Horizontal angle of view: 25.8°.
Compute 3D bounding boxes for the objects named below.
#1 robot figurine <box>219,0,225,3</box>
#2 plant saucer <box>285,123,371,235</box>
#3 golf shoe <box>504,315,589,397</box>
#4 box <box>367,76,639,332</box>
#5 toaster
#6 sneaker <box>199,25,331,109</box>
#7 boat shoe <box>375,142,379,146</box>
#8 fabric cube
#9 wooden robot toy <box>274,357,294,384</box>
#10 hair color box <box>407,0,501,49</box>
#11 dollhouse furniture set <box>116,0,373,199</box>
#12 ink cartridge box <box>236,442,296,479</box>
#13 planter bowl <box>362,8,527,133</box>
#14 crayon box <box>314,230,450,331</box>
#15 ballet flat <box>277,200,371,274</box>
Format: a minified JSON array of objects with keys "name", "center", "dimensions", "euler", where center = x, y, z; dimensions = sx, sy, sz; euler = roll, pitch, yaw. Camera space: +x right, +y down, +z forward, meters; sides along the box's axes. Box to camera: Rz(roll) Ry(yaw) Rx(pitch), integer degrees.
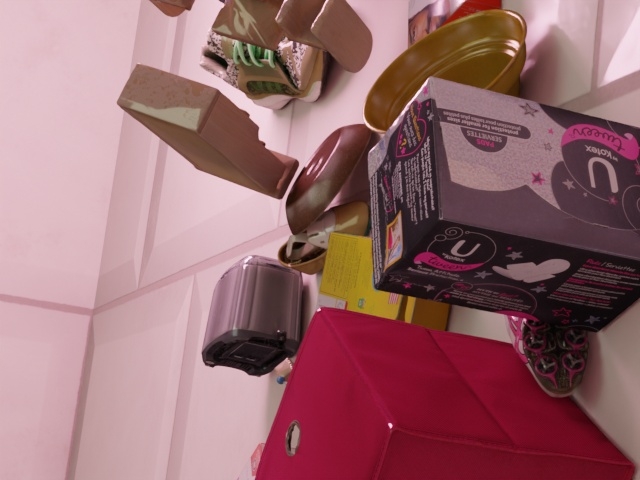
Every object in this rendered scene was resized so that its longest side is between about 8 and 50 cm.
[{"name":"robot figurine","center":[-0.159,-0.541,2.650],"dimensions":[0.278,0.173,0.209],"euler":[-117,45,-59]},{"name":"plant saucer","center":[0.003,-0.098,2.057],"dimensions":[0.198,0.036,0.198],"euler":[-53,12,16]},{"name":"golf shoe","center":[0.228,0.095,1.421],"dimensions":[0.186,0.067,0.086],"euler":[-99,4,-48]},{"name":"box","center":[0.186,-0.032,1.311],"dimensions":[0.142,0.247,0.163],"euler":[131,145,-51]},{"name":"toaster","center":[-0.103,0.117,2.213],"dimensions":[0.227,0.129,0.146],"euler":[138,141,-61]},{"name":"sneaker","center":[-0.098,-0.312,2.346],"dimensions":[0.410,0.182,0.158],"euler":[162,117,-68]},{"name":"boat shoe","center":[0.139,-0.066,1.675],"dimensions":[0.301,0.102,0.108],"euler":[-126,50,-64]},{"name":"fabric cube","center":[0.104,0.248,1.372],"dimensions":[0.258,0.259,0.254],"euler":[-124,49,-63]},{"name":"wooden robot toy","center":[-0.004,0.216,2.015],"dimensions":[0.079,0.076,0.173],"euler":[-40,26,2]},{"name":"hair color box","center":[0.169,-0.302,1.794],"dimensions":[0.167,0.053,0.093],"euler":[136,140,-60]},{"name":"dollhouse furniture set","center":[-0.091,-0.301,2.083],"dimensions":[0.362,0.256,0.394],"euler":[21,80,30]},{"name":"ink cartridge box","center":[-0.093,0.412,2.115],"dimensions":[0.115,0.067,0.198],"euler":[-98,29,-44]},{"name":"planter bowl","center":[0.162,-0.166,1.625],"dimensions":[0.217,0.090,0.217],"euler":[-27,30,17]},{"name":"crayon box","center":[0.081,0.101,1.778],"dimensions":[0.318,0.081,0.202],"euler":[-166,87,-71]},{"name":"ballet flat","center":[0.000,0.000,2.069],"dimensions":[0.232,0.073,0.080],"euler":[138,137,-59]}]
